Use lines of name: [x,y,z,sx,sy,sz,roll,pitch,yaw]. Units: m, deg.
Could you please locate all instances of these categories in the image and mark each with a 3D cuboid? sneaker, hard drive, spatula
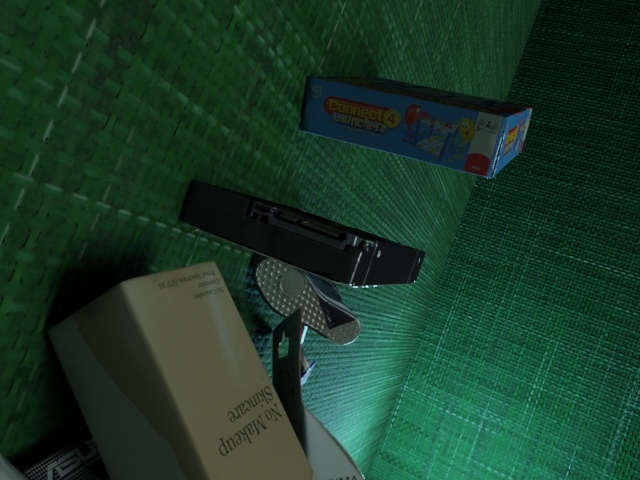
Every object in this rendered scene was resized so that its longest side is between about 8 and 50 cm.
sneaker: [-0.040,0.079,0.928,0.086,0.163,0.226,-46,116,5]
hard drive: [0.000,0.000,0.744,0.339,0.237,0.064,11,98,-69]
spatula: [-0.036,0.234,1.127,0.084,0.030,0.296,-43,146,-45]

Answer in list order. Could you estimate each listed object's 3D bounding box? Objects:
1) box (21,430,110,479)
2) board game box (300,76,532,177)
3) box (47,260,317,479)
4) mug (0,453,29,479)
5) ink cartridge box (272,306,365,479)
box: [-0.173,0.291,0.610,0.060,0.216,0.270,-49,167,26]
board game box: [0.174,-0.205,0.886,0.302,0.308,0.086,-30,134,-59]
box: [-0.123,0.191,0.528,0.121,0.311,0.148,-30,174,25]
mug: [-0.317,0.134,0.128,0.374,0.276,0.328,-27,133,-17]
ink cartridge box: [-0.010,0.313,0.812,0.308,0.091,0.385,128,-40,-70]
